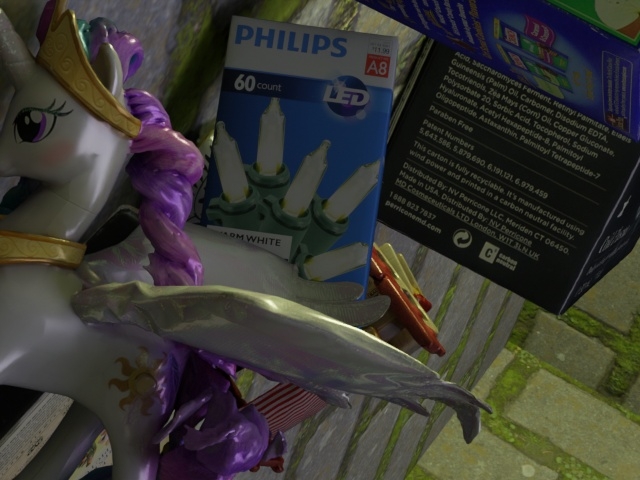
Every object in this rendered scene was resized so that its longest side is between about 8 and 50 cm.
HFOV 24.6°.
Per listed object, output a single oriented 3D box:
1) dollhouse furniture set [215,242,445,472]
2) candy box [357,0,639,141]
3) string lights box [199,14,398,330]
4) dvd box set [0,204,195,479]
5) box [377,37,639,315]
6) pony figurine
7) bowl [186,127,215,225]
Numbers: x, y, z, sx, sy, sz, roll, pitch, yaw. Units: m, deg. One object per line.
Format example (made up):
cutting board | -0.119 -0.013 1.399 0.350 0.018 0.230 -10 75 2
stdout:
dollhouse furniture set | 0.014 0.109 1.446 0.201 0.152 0.374 -36 167 5
candy box | 0.123 -0.219 1.084 0.122 0.317 0.268 -61 166 -3
string lights box | -0.021 -0.032 1.135 0.077 0.133 0.259 77 21 -83
dvd box set | -0.218 0.185 1.158 0.307 0.062 0.420 -49 165 -22
box | 0.328 -0.211 1.835 0.471 0.297 0.480 -67 164 17
pony figurine | -0.119 0.067 0.877 0.363 0.351 0.303 -61 -160 -1
bowl | -0.078 -0.008 1.247 0.170 0.080 0.170 -61 170 -19
